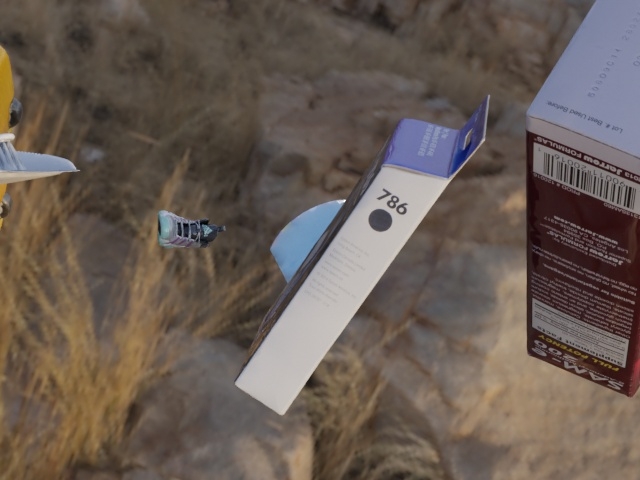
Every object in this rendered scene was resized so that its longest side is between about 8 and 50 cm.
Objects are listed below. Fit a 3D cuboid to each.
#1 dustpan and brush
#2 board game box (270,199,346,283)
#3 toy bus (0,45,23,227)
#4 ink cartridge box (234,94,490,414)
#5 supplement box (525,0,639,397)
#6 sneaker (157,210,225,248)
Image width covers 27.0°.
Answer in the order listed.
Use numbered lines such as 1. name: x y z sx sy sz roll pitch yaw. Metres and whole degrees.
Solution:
1. dustpan and brush: -0.357 -0.079 1.274 0.211 0.060 0.147 -8 1 18
2. board game box: 0.000 0.000 1.803 0.133 0.169 0.033 -27 50 -2
3. toy bus: -0.427 -0.090 1.541 0.130 0.333 0.108 17 51 -5
4. ink cartridge box: 0.039 -0.003 1.258 0.065 0.333 0.165 34 21 -4
5. supplement box: 0.168 -0.029 0.708 0.073 0.239 0.130 24 66 21
6. sneaker: -0.134 -0.011 1.401 0.069 0.038 0.098 -1 -3 0
